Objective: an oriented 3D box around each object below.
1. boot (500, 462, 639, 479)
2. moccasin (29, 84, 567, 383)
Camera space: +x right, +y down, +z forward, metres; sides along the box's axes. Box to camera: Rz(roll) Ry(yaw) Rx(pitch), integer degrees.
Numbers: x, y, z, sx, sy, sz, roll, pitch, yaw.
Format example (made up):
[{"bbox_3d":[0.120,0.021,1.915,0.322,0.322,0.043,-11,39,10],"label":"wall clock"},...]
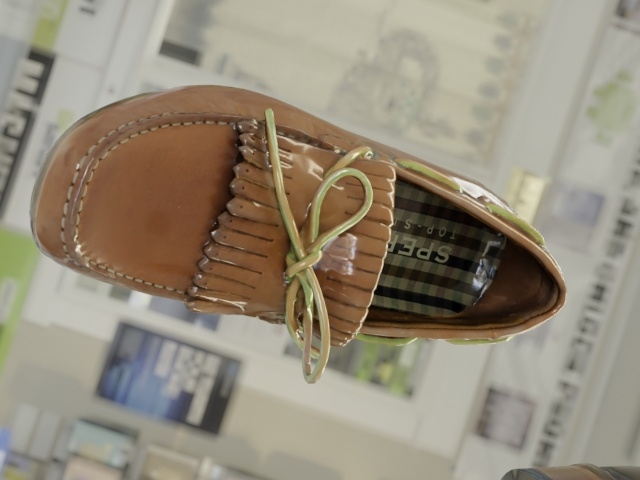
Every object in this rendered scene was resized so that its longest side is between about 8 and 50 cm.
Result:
[{"bbox_3d":[0.135,0.115,0.490,0.219,0.106,0.082,-131,-139,-61],"label":"boot"},{"bbox_3d":[-0.001,0.003,1.110,0.147,0.380,0.139,30,-81,47],"label":"moccasin"}]
